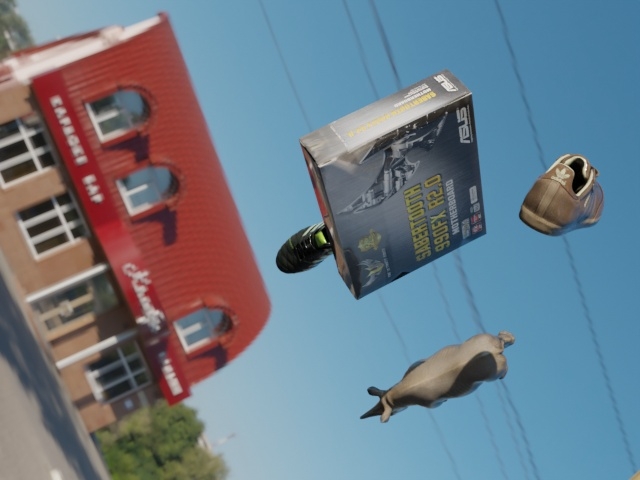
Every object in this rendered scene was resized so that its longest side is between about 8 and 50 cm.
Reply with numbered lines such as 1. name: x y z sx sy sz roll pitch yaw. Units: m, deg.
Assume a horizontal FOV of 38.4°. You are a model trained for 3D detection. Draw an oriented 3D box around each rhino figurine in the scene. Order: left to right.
1. rhino figurine: 0.158 0.197 1.282 0.073 0.243 0.106 66 18 14

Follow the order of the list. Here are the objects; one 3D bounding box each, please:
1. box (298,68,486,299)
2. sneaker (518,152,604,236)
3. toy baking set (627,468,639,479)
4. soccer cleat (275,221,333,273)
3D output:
1. box: 0.089 -0.057 1.033 0.056 0.183 0.231 55 -12 41
2. sneaker: 0.264 -0.054 0.941 0.066 0.188 0.071 33 -63 17
3. toy baking set: 0.314 0.227 0.869 0.030 0.256 0.197 48 -13 22
4. soccer cleat: 0.000 0.000 1.330 0.072 0.179 0.060 -9 75 -63
